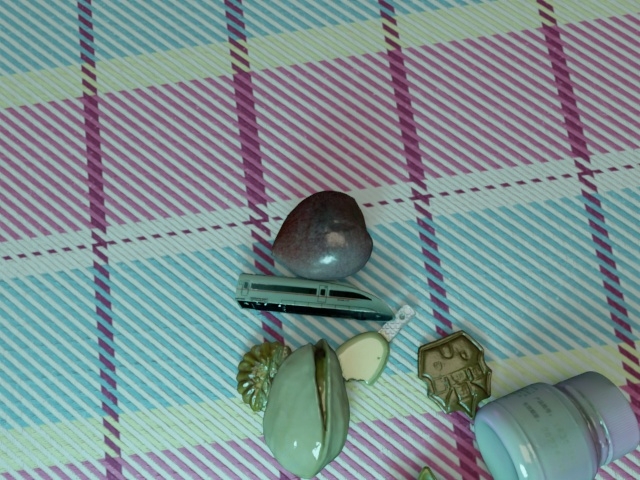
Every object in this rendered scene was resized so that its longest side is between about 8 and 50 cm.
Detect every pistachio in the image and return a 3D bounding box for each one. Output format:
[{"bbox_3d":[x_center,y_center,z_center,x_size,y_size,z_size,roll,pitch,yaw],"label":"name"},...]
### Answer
[{"bbox_3d":[-0.029,0.395,1.458,0.207,0.226,0.332,8,89,-17],"label":"pistachio"}]

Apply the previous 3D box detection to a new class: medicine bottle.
[{"bbox_3d":[0.537,0.445,1.408,0.301,0.241,0.241,-19,78,-10],"label":"medicine bottle"}]

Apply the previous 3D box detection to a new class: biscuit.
[{"bbox_3d":[0.345,0.347,1.543,0.182,0.034,0.215,-22,78,-1],"label":"biscuit"},{"bbox_3d":[-0.157,0.336,1.557,0.118,0.061,0.183,21,81,8],"label":"biscuit"}]

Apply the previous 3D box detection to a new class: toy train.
[{"bbox_3d":[-0.009,0.145,1.566,0.406,0.086,0.088,5,66,7],"label":"toy train"}]

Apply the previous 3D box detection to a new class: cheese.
[{"bbox_3d":[0.146,0.264,1.561,0.255,0.050,0.127,-43,77,-7],"label":"cheese"}]

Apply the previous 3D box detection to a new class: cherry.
[{"bbox_3d":[0.010,-0.002,1.554,0.239,0.206,0.239,-8,75,31],"label":"cherry"}]

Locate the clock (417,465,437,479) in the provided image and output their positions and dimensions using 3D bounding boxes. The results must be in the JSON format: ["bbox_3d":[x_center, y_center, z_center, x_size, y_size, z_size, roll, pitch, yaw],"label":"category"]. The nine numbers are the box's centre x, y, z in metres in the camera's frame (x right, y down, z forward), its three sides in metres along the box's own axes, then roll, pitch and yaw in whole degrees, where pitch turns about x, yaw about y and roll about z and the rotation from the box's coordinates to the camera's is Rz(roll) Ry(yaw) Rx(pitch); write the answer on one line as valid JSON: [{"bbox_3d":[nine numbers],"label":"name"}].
[{"bbox_3d":[0.271,0.713,1.415,0.286,0.117,0.348,-29,74,5],"label":"clock"}]
